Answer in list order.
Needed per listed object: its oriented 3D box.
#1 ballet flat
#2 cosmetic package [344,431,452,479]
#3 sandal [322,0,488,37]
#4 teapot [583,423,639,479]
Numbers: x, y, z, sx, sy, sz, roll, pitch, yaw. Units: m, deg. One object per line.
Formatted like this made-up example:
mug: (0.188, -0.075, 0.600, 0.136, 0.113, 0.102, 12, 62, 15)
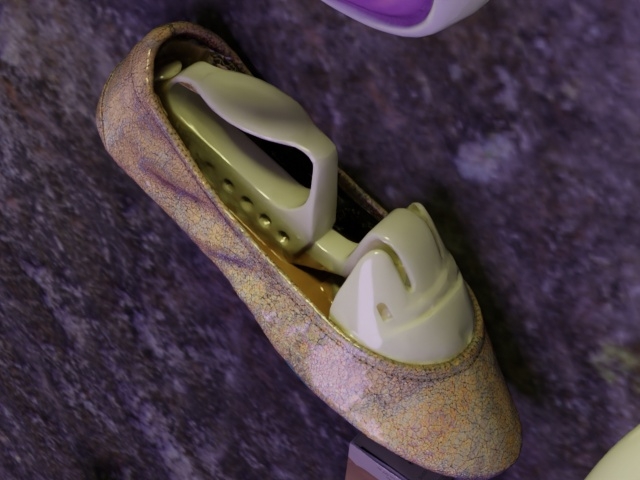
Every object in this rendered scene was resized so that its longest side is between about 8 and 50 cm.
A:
ballet flat: (0.000, 0.000, 0.859, 0.316, 0.107, 0.106, 42, 139, 8)
cosmetic package: (0.048, 0.166, 1.022, 0.060, 0.041, 0.115, 32, 143, 23)
sandal: (-0.081, -0.173, 0.697, 0.416, 0.102, 0.169, 25, 146, 55)
teapot: (0.212, 0.140, 0.696, 0.252, 0.187, 0.256, 39, 123, -20)
